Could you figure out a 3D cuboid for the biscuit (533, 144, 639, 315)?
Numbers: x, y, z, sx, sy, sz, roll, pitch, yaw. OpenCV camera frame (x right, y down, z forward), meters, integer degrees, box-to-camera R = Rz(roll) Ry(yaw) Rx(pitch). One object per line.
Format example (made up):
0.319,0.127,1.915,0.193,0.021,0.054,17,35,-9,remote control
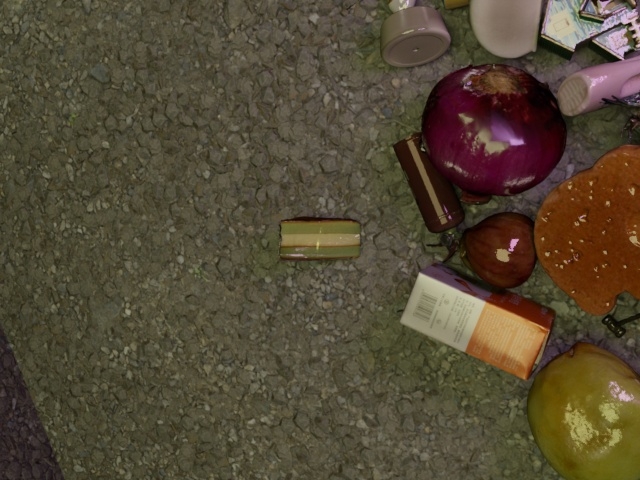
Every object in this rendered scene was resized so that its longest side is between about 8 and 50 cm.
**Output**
0.675,-0.029,1.577,0.455,0.078,0.349,-20,99,43,biscuit

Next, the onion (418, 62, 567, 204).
0.398,-0.217,1.738,0.348,0.348,0.385,21,139,18,onion

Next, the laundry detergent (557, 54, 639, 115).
0.692,-0.359,1.602,0.335,0.159,0.087,-18,81,-12,laundry detergent

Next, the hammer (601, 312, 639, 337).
0.714,0.178,1.666,0.058,0.292,0.029,43,81,11,hammer

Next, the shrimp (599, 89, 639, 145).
0.751,-0.261,1.553,0.172,0.372,0.137,-2,94,60,shrimp

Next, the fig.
0.437,0.023,1.792,0.205,0.205,0.205,3,99,22,fig

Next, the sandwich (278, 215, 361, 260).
0.000,0.000,1.993,0.187,0.144,0.117,5,102,22,sandwich

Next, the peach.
0.640,0.409,1.714,0.314,0.281,0.315,-45,74,29,peach

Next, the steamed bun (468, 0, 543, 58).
0.426,-0.553,1.695,0.164,0.146,0.241,3,131,9,steamed bun

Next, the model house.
0.594,-0.505,1.664,0.206,0.178,0.271,-23,91,17,model house

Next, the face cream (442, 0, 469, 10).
0.428,-0.655,1.767,0.285,0.067,0.139,-7,100,23,face cream

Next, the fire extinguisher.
0.284,-0.105,1.893,0.147,0.106,0.337,-24,87,56,fire extinguisher

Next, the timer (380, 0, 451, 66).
0.216,-0.593,1.839,0.175,0.175,0.266,-16,73,23,timer

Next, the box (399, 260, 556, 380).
0.396,0.191,1.815,0.341,0.225,0.143,25,105,18,box
